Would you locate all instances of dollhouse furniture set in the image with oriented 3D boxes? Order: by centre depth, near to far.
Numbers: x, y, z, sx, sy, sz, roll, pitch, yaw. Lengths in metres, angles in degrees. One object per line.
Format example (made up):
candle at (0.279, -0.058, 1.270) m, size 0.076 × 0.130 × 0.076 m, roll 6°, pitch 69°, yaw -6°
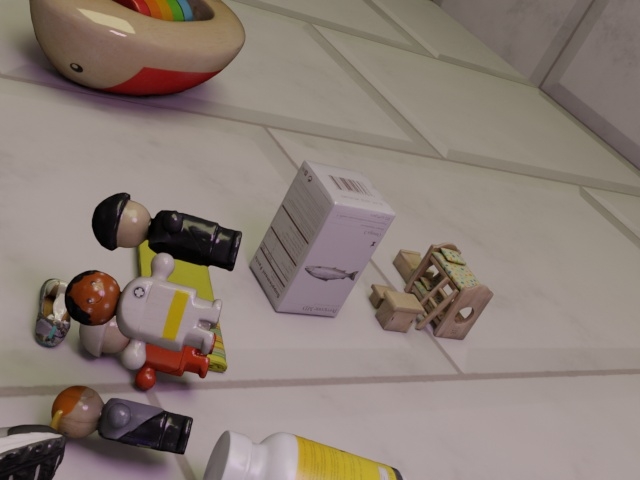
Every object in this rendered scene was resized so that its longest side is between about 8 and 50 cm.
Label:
dollhouse furniture set at (0.139, 0.045, 1.365) m, size 0.160 × 0.101 × 0.182 m, roll 10°, pitch 32°, yaw -33°

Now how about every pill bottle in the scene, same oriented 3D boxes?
pill bottle at (-0.014, 0.242, 0.858) m, size 0.184 × 0.103 × 0.103 m, roll 22°, pitch 27°, yaw -15°

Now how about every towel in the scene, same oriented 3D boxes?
towel at (-0.174, 0.070, 1.108) m, size 0.102 × 0.021 × 0.237 m, roll 21°, pitch 26°, yaw -26°

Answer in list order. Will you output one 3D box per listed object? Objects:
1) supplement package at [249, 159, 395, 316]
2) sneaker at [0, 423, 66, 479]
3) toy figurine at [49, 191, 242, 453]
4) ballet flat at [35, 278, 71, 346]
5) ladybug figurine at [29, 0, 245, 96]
supplement package at (0.000, 0.000, 1.218) m, size 0.105 × 0.179 × 0.105 m, roll 8°, pitch 33°, yaw -36°
sneaker at (-0.316, 0.179, 0.684) m, size 0.271 × 0.100 × 0.108 m, roll -5°, pitch 36°, yaw -48°
toy figurine at (-0.174, 0.081, 0.875) m, size 0.148 × 0.213 × 0.210 m, roll 15°, pitch 31°, yaw -4°
ballet flat at (-0.282, 0.067, 0.981) m, size 0.041 × 0.041 × 0.114 m, roll 18°, pitch 28°, yaw -21°
ladybug figurine at (-0.312, -0.358, 1.571) m, size 0.305 × 0.162 × 0.449 m, roll 39°, pitch 28°, yaw 21°
